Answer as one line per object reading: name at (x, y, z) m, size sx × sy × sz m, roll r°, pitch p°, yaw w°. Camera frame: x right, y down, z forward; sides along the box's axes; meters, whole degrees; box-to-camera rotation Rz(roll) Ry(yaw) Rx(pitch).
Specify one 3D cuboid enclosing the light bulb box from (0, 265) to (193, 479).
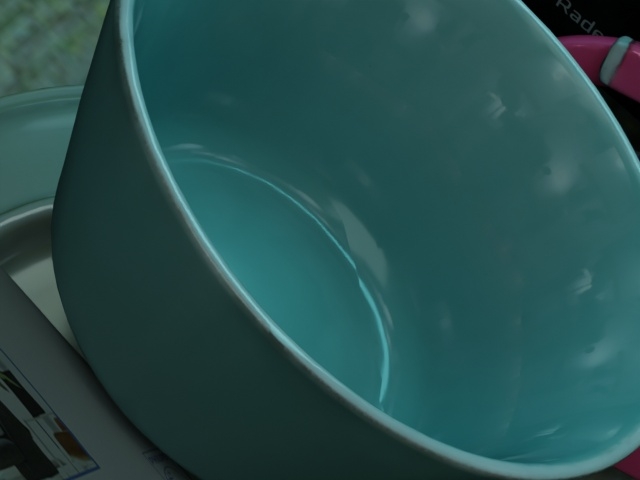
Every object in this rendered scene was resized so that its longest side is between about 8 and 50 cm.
light bulb box at (-0.306, 0.123, 0.746) m, size 0.358 × 0.225 × 0.361 m, roll -44°, pitch 81°, yaw 11°

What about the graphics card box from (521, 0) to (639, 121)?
graphics card box at (0.229, -0.185, 1.019) m, size 0.371 × 0.094 × 0.233 m, roll 44°, pitch 61°, yaw 7°

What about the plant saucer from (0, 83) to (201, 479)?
plant saucer at (-0.116, 0.089, 0.909) m, size 0.400 × 0.100 × 0.400 m, roll 2°, pitch 73°, yaw -6°

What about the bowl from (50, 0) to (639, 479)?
bowl at (0.000, 0.000, 0.800) m, size 0.311 × 0.163 × 0.311 m, roll 24°, pitch 46°, yaw -28°

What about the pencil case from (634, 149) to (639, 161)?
pencil case at (0.215, 0.018, 0.976) m, size 0.206 × 0.086 × 0.088 m, roll 37°, pitch 38°, yaw 4°

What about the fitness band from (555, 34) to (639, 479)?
fitness band at (0.178, 0.016, 0.911) m, size 0.291 × 0.054 × 0.209 m, roll 31°, pitch 108°, yaw 9°
